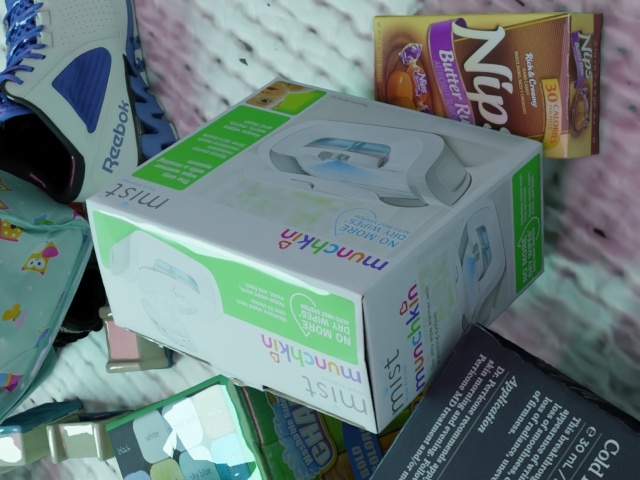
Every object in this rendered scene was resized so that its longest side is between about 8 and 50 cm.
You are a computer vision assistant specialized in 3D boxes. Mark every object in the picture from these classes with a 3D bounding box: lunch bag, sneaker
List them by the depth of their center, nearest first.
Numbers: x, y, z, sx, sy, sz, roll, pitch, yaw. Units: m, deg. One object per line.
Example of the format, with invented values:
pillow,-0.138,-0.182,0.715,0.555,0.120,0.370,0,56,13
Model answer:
sneaker,-0.269,-0.166,1.272,0.127,0.182,0.315,-34,75,39
lunch bag,-0.370,0.053,1.291,0.223,0.160,0.262,30,107,35
sneaker,-0.306,0.083,1.405,0.135,0.097,0.276,46,123,29

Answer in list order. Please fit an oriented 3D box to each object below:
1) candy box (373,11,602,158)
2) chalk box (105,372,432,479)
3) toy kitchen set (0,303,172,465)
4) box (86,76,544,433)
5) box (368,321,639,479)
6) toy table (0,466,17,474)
candy box,0.127,-0.124,1.012,0.187,0.053,0.109,6,101,40
chalk box,-0.042,0.194,1.059,0.180,0.289,0.179,-27,80,43
toy kitchen set,-0.247,0.143,1.377,0.207,0.122,0.166,-6,94,22
box,0.000,0.000,0.980,0.262,0.231,0.127,19,130,35
box,0.162,0.291,0.884,0.312,0.179,0.343,34,92,34
toy table,-0.478,0.297,1.529,0.274,0.161,0.252,-4,104,39
